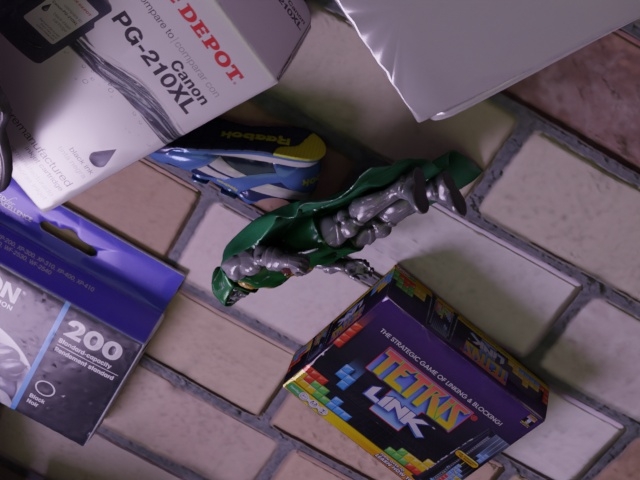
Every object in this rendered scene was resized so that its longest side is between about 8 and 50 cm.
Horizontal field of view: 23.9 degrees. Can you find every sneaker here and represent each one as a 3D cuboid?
[{"bbox_3d":[-0.069,-0.058,1.159,0.144,0.053,0.059,11,128,10],"label":"sneaker"}]

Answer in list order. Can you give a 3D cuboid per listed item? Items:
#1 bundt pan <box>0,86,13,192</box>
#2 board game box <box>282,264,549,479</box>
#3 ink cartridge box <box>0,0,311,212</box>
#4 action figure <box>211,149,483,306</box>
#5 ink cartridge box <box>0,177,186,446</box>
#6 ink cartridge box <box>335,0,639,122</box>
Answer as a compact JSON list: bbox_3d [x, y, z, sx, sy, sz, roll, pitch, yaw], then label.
[{"bbox_3d":[-0.364,-0.133,1.054,0.331,0.124,0.331,33,141,32],"label":"bundt pan"},{"bbox_3d":[0.078,0.121,1.243,0.170,0.048,0.141,38,126,-12],"label":"board game box"},{"bbox_3d":[-0.153,-0.151,1.087,0.237,0.100,0.172,-26,113,29],"label":"ink cartridge box"},{"bbox_3d":[0.000,0.000,1.154,0.232,0.137,0.064,-25,71,38],"label":"action figure"},{"bbox_3d":[-0.248,0.058,1.294,0.206,0.045,0.208,29,125,-5],"label":"ink cartridge box"},{"bbox_3d":[0.038,-0.307,0.812,0.166,0.285,0.395,-24,115,28],"label":"ink cartridge box"}]
